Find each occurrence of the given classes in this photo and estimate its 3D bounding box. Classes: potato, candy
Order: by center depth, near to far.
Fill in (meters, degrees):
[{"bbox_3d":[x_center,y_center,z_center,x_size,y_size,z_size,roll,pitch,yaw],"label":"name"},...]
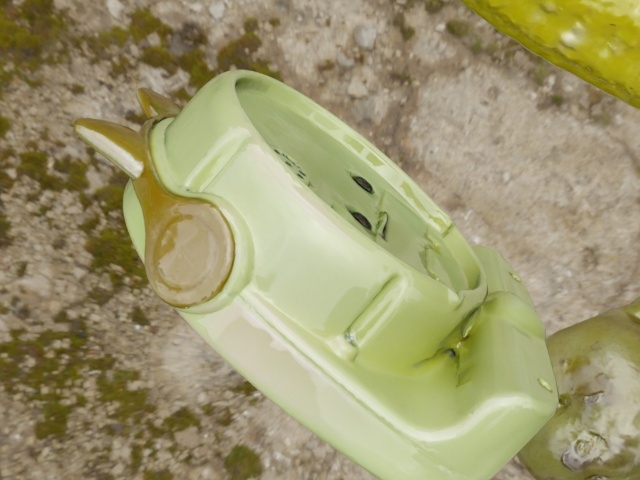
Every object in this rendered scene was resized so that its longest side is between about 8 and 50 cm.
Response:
[{"bbox_3d":[0.118,-0.137,0.426,0.199,0.094,0.106,25,113,-1],"label":"candy"},{"bbox_3d":[0.390,0.190,1.135,0.351,0.202,0.218,-26,59,-26],"label":"potato"}]

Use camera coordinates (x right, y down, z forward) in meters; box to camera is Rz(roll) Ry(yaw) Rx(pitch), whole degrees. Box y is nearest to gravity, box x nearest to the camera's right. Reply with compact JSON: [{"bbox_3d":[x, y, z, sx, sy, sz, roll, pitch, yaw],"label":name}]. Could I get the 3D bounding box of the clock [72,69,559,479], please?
[{"bbox_3d":[0.000,0.000,0.635,0.348,0.286,0.117,39,108,-7],"label":"clock"}]
